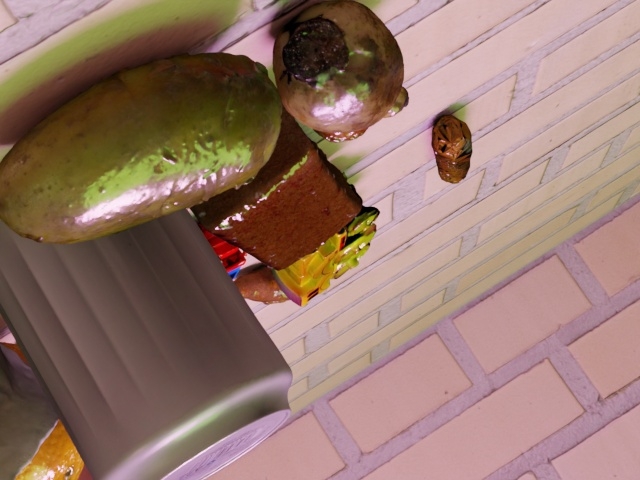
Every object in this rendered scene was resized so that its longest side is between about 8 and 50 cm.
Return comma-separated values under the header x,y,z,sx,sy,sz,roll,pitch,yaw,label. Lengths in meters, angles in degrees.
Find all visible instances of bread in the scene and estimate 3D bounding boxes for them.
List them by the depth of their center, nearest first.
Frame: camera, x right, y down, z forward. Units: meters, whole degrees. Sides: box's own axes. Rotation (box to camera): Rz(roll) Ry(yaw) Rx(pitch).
x,y,z,sx,sy,sz,roll,pitch,yaw,label
-0.057,-0.060,1.719,0.165,0.113,0.416,-34,168,3,bread

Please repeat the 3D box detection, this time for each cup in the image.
x,y,z,sx,sy,sz,roll,pitch,yaw,label
-0.190,0.104,1.521,0.237,0.327,0.323,-35,168,4,cup

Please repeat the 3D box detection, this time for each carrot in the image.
x,y,z,sx,sy,sz,roll,pitch,yaw,label
0.204,-0.139,2.138,0.069,0.069,0.229,-34,167,-1,carrot

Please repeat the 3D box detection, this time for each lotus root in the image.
x,y,z,sx,sy,sz,roll,pitch,yaw,label
0.027,-0.176,1.464,0.138,0.138,0.214,-37,152,12,lotus root

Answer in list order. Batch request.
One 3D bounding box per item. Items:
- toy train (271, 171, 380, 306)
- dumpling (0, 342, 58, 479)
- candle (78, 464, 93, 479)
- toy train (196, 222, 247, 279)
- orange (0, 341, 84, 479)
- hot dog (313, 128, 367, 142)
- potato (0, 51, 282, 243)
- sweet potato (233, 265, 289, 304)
x,y,z,sx,sy,sz,roll,pitch,yaw,label
0.000,0.000,2.050,0.160,0.100,0.296,-37,167,-12,toy train
-0.447,0.164,1.429,0.320,0.212,0.270,-31,-161,-19,dumpling
-0.295,0.247,1.881,0.131,0.287,0.317,-32,164,-28,candle
-0.202,0.047,1.810,0.204,0.083,0.131,-26,166,-27,toy train
-0.399,0.234,1.682,0.236,0.236,0.236,-32,166,-9,orange
0.032,-0.175,1.614,0.099,0.065,0.147,-30,159,-17,hot dog
-0.174,-0.091,1.307,0.298,0.141,0.176,-19,154,-21,potato
-0.094,0.071,2.192,0.226,0.068,0.068,-5,150,-42,sweet potato
